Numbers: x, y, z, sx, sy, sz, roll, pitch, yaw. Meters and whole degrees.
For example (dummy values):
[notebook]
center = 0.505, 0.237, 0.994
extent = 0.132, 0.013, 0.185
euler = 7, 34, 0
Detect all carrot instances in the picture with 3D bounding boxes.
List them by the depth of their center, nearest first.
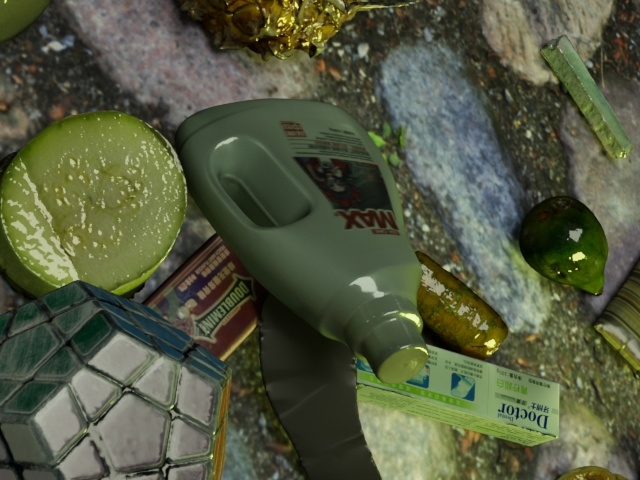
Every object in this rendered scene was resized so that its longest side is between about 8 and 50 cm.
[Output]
[carrot]
center = 0.163, 0.086, 1.780
extent = 0.173, 0.082, 0.082
euler = 42, 56, -8

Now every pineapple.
[pineapple]
center = -0.065, -0.312, 1.733
extent = 0.334, 0.158, 0.161
euler = 26, 78, -30

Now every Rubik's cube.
[Rubik's cube]
center = -0.231, 0.200, 1.373
extent = 0.319, 0.319, 0.264
euler = 32, 93, -18

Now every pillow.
[pillow]
center = 0.476, 0.099, 1.991
extent = 0.113, 0.038, 0.203
euler = 47, 55, -4

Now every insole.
[insole]
center = 0.008, 0.212, 1.628
extent = 0.119, 0.009, 0.348
euler = -20, 96, -12

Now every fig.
[fig]
center = 0.359, 0.018, 1.917
extent = 0.177, 0.117, 0.117
euler = 43, 55, -23

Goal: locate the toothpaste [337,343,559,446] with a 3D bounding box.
[toothpaste]
center = 0.154, 0.186, 1.745
extent = 0.336, 0.067, 0.081
euler = 18, 63, -25

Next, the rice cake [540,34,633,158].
[rice cake]
center = 0.403, -0.214, 2.066
extent = 0.043, 0.034, 0.211
euler = -32, 89, -44

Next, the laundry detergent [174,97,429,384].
[laundry detergent]
center = 0.000, 0.000, 1.582
extent = 0.264, 0.125, 0.398
euler = 3, 42, -32

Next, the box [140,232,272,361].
[box]
center = -0.150, 0.096, 1.592
extent = 0.120, 0.069, 0.224
euler = 48, 56, -8

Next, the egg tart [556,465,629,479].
[egg tart]
center = 0.366, 0.354, 1.800
extent = 0.130, 0.052, 0.130
euler = -2, 45, 2

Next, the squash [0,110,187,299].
[squash]
center = -0.266, -0.028, 1.540
extent = 0.220, 0.133, 0.220
euler = 7, 73, -25

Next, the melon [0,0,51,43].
[melon]
center = -0.391, -0.366, 1.509
extent = 0.272, 0.272, 0.308
euler = -15, 103, -34
